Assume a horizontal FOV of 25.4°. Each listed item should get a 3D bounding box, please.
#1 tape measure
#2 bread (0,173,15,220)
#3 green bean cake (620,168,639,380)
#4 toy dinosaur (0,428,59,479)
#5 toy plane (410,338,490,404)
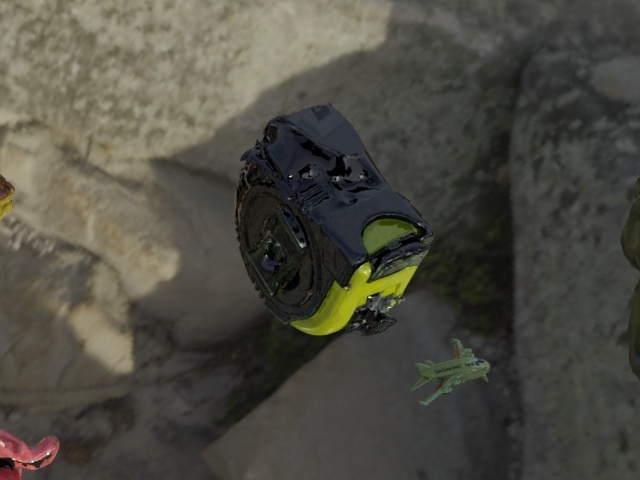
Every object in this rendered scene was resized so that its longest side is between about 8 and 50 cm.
[{"bbox_3d":[0.000,0.000,1.267,0.112,0.186,0.199,-19,62,-28],"label":"tape measure"},{"bbox_3d":[-0.394,-0.067,1.376,0.172,0.103,0.132,45,57,1],"label":"bread"},{"bbox_3d":[0.289,0.065,0.569,0.218,0.335,0.319,48,32,-47],"label":"green bean cake"},{"bbox_3d":[-0.201,0.153,0.723,0.139,0.070,0.286,13,25,-26],"label":"toy dinosaur"},{"bbox_3d":[0.155,0.153,1.660,0.040,0.111,0.102,52,49,-30],"label":"toy plane"}]
